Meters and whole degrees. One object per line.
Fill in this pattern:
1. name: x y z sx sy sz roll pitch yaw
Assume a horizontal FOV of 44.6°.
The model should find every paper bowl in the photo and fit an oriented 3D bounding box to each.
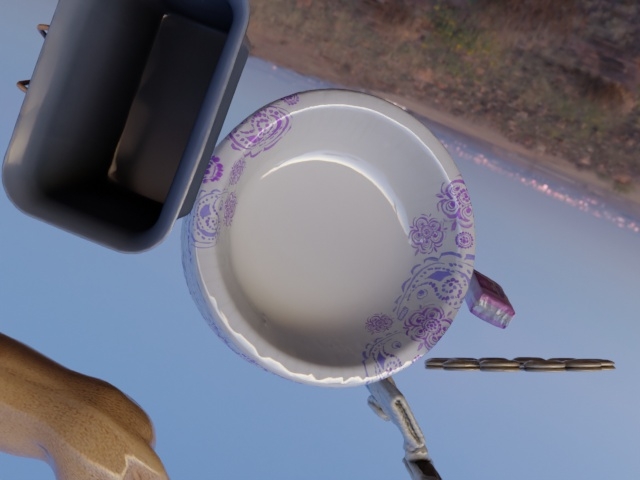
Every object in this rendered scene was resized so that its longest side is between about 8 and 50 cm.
1. paper bowl: 0.000 0.000 0.793 0.284 0.284 0.148 21 171 -16

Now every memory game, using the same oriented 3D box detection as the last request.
1. memory game: 0.194 0.122 0.772 0.186 0.012 0.186 0 172 0

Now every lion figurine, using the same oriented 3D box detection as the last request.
1. lion figurine: -0.242 0.129 0.603 0.392 0.240 0.142 18 -129 -5

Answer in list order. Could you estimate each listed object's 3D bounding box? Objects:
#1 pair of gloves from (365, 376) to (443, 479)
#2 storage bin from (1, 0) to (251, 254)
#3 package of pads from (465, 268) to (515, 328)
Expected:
1. pair of gloves: 0.101 0.240 0.973 0.240 0.042 0.204 63 178 -24
2. storage bin: -0.090 -0.070 0.393 0.098 0.135 0.091 21 -176 4
3. package of pads: 0.196 0.068 0.925 0.050 0.032 0.083 31 -163 -10
